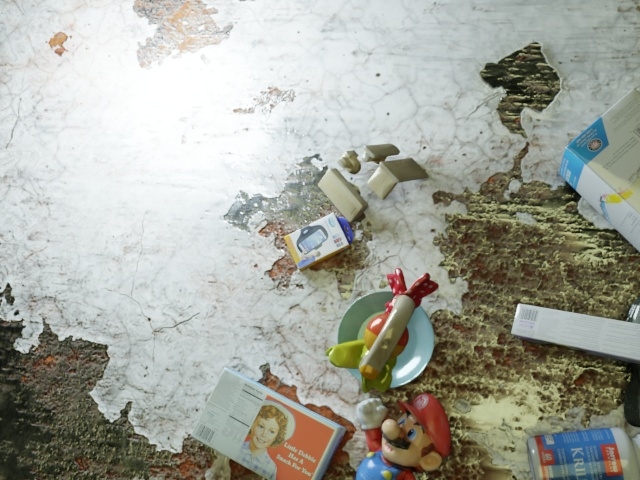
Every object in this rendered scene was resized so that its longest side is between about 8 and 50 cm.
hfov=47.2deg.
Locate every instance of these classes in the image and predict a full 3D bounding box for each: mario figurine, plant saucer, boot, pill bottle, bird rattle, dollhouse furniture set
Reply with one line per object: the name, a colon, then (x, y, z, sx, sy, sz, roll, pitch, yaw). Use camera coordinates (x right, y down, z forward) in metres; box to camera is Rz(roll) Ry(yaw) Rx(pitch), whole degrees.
mario figurine: (0.105, 0.409, 1.347, 0.198, 0.170, 0.320, 38, 88, 16)
plant saucer: (0.131, 0.199, 1.466, 0.195, 0.037, 0.195, -3, 74, 12)
boot: (0.625, 0.220, 1.282, 0.083, 0.161, 0.246, 9, 80, -28)
pill bottle: (0.485, 0.396, 1.289, 0.221, 0.124, 0.124, -10, 73, 10)
bird rattle: (0.134, 0.171, 1.358, 0.143, 0.207, 0.253, 38, 96, 1)
dollhouse furniture set: (0.112, -0.129, 1.563, 0.144, 0.123, 0.151, 50, 125, 19)

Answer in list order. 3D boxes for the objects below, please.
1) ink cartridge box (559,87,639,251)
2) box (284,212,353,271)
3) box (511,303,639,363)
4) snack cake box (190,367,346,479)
ink cartridge box: (0.600, -0.124, 1.378, 0.171, 0.168, 0.233, -40, 71, 0)
box: (0.000, 0.000, 1.554, 0.136, 0.028, 0.081, -28, 71, 6)
box: (0.502, 0.173, 1.305, 0.324, 0.063, 0.067, 6, 77, 43)
snack cake box: (-0.102, 0.378, 1.444, 0.264, 0.089, 0.152, 24, 80, 17)
